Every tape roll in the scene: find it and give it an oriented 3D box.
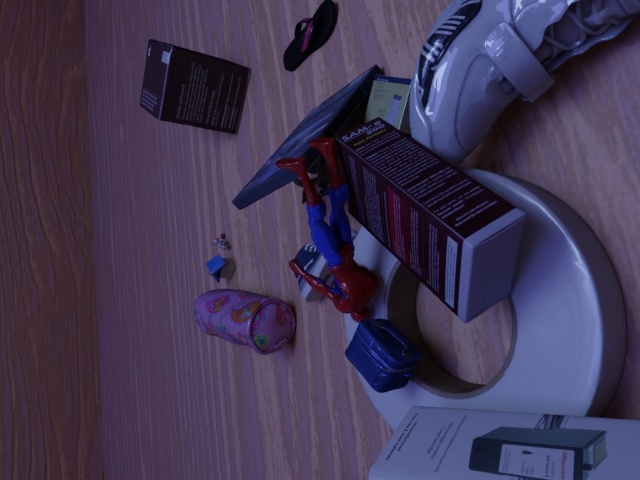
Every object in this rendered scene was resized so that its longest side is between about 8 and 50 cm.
[{"bbox_3d":[0.180,0.098,0.618,0.391,0.071,0.393,-2,88,52],"label":"tape roll"}]

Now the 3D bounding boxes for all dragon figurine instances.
[{"bbox_3d":[0.044,-0.107,0.781,0.289,0.143,0.085,178,91,-71],"label":"dragon figurine"}]

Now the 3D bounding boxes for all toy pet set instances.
[{"bbox_3d":[-0.276,0.059,1.193,0.114,0.065,0.122,47,125,41],"label":"toy pet set"}]

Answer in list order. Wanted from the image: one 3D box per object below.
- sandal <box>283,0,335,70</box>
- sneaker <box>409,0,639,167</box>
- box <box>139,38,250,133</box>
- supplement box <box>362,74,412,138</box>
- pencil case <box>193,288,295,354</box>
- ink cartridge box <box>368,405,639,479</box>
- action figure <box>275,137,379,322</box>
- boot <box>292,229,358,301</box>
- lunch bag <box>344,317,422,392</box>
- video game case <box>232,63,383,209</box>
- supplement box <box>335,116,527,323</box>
[{"bbox_3d":[-0.033,-0.405,0.920,0.179,0.040,0.067,-31,65,47],"label":"sandal"},{"bbox_3d":[0.244,-0.220,0.472,0.210,0.137,0.366,41,110,45],"label":"sneaker"},{"bbox_3d":[-0.313,-0.379,1.143,0.168,0.203,0.167,38,118,46],"label":"box"},{"bbox_3d":[0.120,-0.205,0.712,0.083,0.056,0.083,31,113,47],"label":"supplement box"},{"bbox_3d":[-0.177,0.174,1.030,0.284,0.124,0.124,-2,88,51],"label":"pencil case"},{"bbox_3d":[0.222,0.287,0.439,0.289,0.121,0.211,-14,103,42],"label":"ink cartridge box"},{"bbox_3d":[0.000,0.000,0.655,0.139,0.091,0.281,13,132,49],"label":"action figure"},{"bbox_3d":[0.001,0.026,0.843,0.190,0.069,0.086,-55,52,37],"label":"boot"},{"bbox_3d":[0.087,0.152,0.622,0.098,0.067,0.065,42,121,42],"label":"lunch bag"},{"bbox_3d":[-0.021,-0.172,0.768,0.196,0.026,0.274,-19,31,50],"label":"video game case"},{"bbox_3d":[0.116,-0.033,0.543,0.239,0.073,0.130,48,161,40],"label":"supplement box"}]
